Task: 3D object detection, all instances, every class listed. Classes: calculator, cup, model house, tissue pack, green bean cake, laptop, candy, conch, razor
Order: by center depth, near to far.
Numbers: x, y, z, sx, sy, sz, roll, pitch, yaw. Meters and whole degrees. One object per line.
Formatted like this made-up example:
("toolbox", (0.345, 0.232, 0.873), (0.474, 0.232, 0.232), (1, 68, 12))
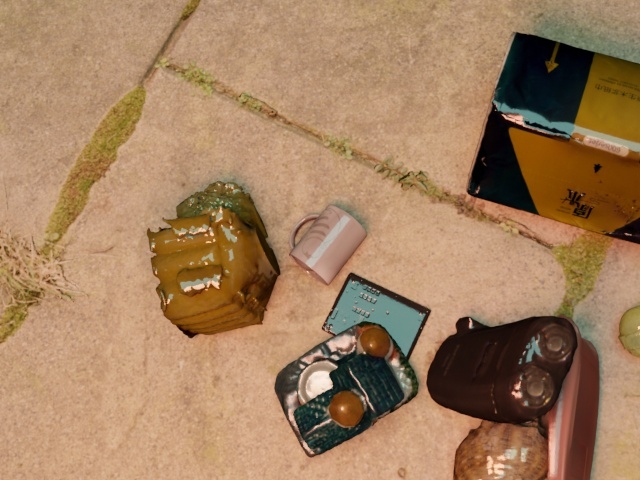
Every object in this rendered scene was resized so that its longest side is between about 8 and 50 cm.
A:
("razor", (0.307, 0.219, 1.569), (0.107, 0.327, 0.189), (32, 74, -13))
("calculator", (0.442, 0.309, 1.589), (0.048, 0.220, 0.330), (-1, 69, 29))
("conch", (0.307, 0.427, 1.595), (0.159, 0.210, 0.291), (24, 71, 46))
("model house", (0.042, 0.260, 1.600), (0.253, 0.291, 0.185), (-28, 83, -1))
("candy", (0.650, 0.273, 1.659), (0.093, 0.092, 0.336), (-23, 81, -33))
("tissue pack", (0.506, -0.180, 1.673), (0.416, 0.264, 0.253), (17, 54, 8))
("green bean cake", (-0.188, 0.014, 1.681), (0.201, 0.310, 0.285), (-11, 76, 5))
("laptop", (0.108, 0.154, 1.767), (0.180, 0.016, 0.129), (24, 79, 10))
("cup", (0.001, -0.001, 1.776), (0.136, 0.099, 0.133), (37, 82, 13))
